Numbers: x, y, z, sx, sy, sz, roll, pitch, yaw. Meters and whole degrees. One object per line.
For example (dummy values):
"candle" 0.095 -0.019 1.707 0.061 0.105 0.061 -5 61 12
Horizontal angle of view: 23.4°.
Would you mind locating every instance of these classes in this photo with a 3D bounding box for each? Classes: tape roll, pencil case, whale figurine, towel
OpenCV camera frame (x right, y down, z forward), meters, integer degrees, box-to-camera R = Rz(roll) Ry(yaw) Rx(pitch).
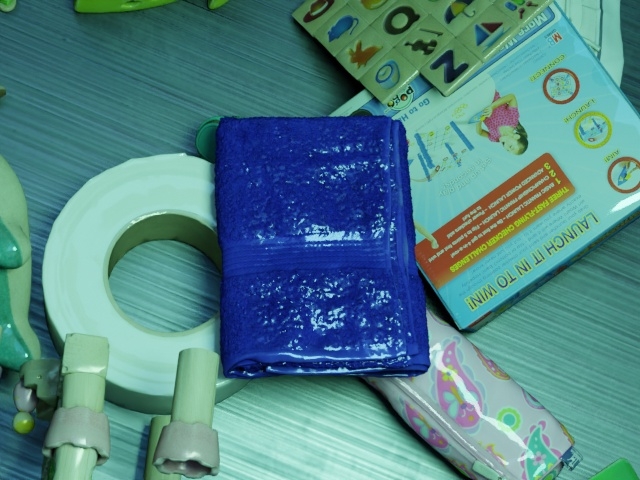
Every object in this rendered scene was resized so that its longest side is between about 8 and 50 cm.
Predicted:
"tape roll" -0.173 0.049 1.748 0.286 0.100 0.286 3 71 -8
"pencil case" 0.154 0.184 1.742 0.284 0.124 0.124 43 70 7
"whale figurine" -0.391 0.024 1.663 0.141 0.216 0.272 -21 101 -37
"towel" 0.000 0.000 1.689 0.227 0.076 0.308 0 66 -9

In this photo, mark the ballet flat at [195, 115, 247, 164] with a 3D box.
"ballet flat" -0.036 -0.067 1.818 0.247 0.083 0.087 40 25 7

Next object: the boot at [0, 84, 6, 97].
"boot" -0.439 -0.196 1.820 0.118 0.042 0.087 -15 72 -14

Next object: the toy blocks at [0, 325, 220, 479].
"toy blocks" -0.273 0.256 1.557 0.308 0.288 0.260 9 64 -9

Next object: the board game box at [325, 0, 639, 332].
"board game box" 0.210 -0.102 1.798 0.308 0.086 0.302 -35 77 8

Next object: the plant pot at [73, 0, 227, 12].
"plant pot" -0.181 -0.412 1.845 0.207 0.228 0.227 3 70 -15

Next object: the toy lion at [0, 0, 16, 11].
"toy lion" -0.387 -0.334 1.884 0.100 0.034 0.096 26 62 1

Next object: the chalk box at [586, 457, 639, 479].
"chalk box" 0.376 0.381 1.682 0.180 0.179 0.289 -30 77 -17

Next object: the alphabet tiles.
"alphabet tiles" 0.124 -0.312 1.841 0.285 0.011 0.342 -43 46 2

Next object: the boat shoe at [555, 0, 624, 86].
"boat shoe" 0.287 -0.270 1.912 0.156 0.136 0.367 9 72 -6
